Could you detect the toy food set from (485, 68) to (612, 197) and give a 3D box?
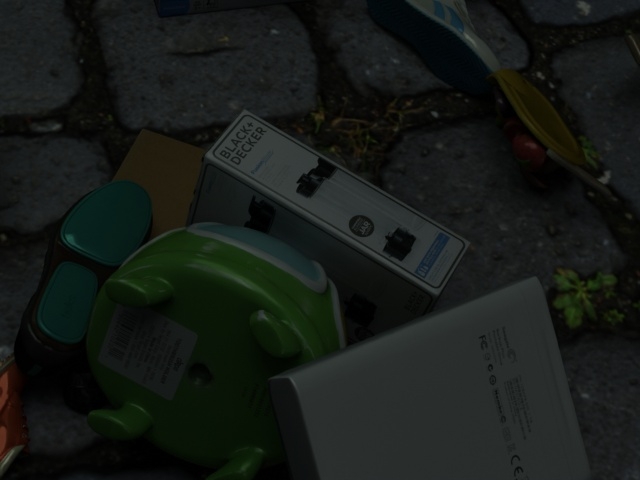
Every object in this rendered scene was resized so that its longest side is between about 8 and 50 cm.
[{"bbox_3d":[0.261,-0.125,1.654,0.128,0.071,0.218,25,30,-38],"label":"toy food set"}]

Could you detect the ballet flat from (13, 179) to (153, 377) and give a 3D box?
[{"bbox_3d":[-0.264,0.041,1.422,0.095,0.096,0.280,32,38,-8],"label":"ballet flat"}]

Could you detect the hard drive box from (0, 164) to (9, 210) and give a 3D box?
[{"bbox_3d":[-0.482,-0.079,1.459,0.232,0.089,0.181,-16,30,-20],"label":"hard drive box"}]

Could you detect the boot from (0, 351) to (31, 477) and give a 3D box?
[{"bbox_3d":[-0.323,0.182,1.355,0.085,0.059,0.158,32,54,0],"label":"boot"}]

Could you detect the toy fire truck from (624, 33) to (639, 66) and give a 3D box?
[{"bbox_3d":[0.527,-0.224,1.746,0.246,0.158,0.217,-22,59,-10],"label":"toy fire truck"}]

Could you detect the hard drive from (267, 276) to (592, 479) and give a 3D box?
[{"bbox_3d":[0.118,0.191,1.281,0.353,0.047,0.233,-18,95,-41],"label":"hard drive"}]

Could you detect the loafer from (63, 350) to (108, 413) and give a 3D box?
[{"bbox_3d":[-0.219,0.105,1.419,0.062,0.061,0.170,19,52,7],"label":"loafer"}]

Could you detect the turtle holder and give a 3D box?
[{"bbox_3d":[-0.063,0.098,1.333,0.320,0.243,0.227,-1,23,19],"label":"turtle holder"}]

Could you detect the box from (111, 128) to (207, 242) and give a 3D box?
[{"bbox_3d":[-0.150,-0.041,1.566,0.201,0.021,0.164,19,53,6],"label":"box"}]

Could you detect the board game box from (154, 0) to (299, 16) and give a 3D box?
[{"bbox_3d":[-0.049,-0.423,1.739,0.347,0.233,0.078,-9,55,-15],"label":"board game box"}]

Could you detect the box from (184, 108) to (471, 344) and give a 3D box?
[{"bbox_3d":[0.000,0.000,1.449,0.290,0.169,0.087,30,54,7],"label":"box"}]

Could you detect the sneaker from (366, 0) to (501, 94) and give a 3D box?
[{"bbox_3d":[0.167,-0.288,1.764,0.092,0.087,0.228,-31,65,-30],"label":"sneaker"}]
